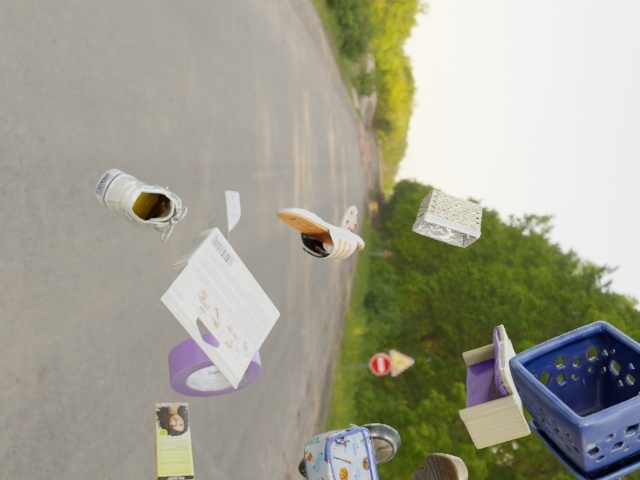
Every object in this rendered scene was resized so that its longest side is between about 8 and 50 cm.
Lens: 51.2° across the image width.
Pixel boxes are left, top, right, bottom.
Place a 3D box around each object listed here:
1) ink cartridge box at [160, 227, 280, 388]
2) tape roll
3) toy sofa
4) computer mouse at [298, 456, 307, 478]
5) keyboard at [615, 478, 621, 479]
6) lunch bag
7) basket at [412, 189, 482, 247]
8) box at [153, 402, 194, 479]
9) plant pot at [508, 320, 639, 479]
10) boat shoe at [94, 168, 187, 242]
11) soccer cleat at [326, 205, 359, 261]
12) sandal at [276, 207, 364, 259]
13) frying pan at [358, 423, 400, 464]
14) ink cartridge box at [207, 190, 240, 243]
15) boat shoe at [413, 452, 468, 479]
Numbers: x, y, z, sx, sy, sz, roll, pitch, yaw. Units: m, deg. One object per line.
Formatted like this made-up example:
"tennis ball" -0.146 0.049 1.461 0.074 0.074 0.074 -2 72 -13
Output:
"ink cartridge box" -0.245 0.162 1.589 0.296 0.066 0.261 57 40 -24
"tape roll" -0.318 0.378 2.019 0.274 0.275 0.090 75 0 -56
"toy sofa" 0.463 0.387 1.831 0.177 0.150 0.362 64 19 -9
"computer mouse" -0.031 0.726 2.075 0.262 0.184 0.060 54 16 -45
"keyboard" 0.651 0.636 1.635 0.023 0.180 0.108 -103 177 -71
"lunch bag" 0.076 0.673 1.874 0.243 0.115 0.303 6 72 -51
"basket" 0.357 -0.062 1.868 0.113 0.167 0.103 124 -18 -71
"box" -0.357 0.496 1.608 0.232 0.088 0.058 -112 -148 -50
"plant pot" 0.540 0.329 1.312 0.236 0.236 0.212 -130 -159 -61
"boat shoe" -0.415 -0.079 1.707 0.135 0.157 0.367 -61 165 -6
"soccer cleat" 0.064 -0.027 2.207 0.068 0.076 0.196 21 88 -50
"sandal" -0.009 0.000 1.496 0.265 0.102 0.076 25 69 -45
"frying pan" 0.114 0.710 2.292 0.053 0.327 0.197 -97 -176 -58
"ink cartridge box" -0.316 -0.019 2.195 0.189 0.066 0.232 -43 -129 51
"boat shoe" 0.370 0.686 1.956 0.341 0.110 0.121 111 -32 -63
